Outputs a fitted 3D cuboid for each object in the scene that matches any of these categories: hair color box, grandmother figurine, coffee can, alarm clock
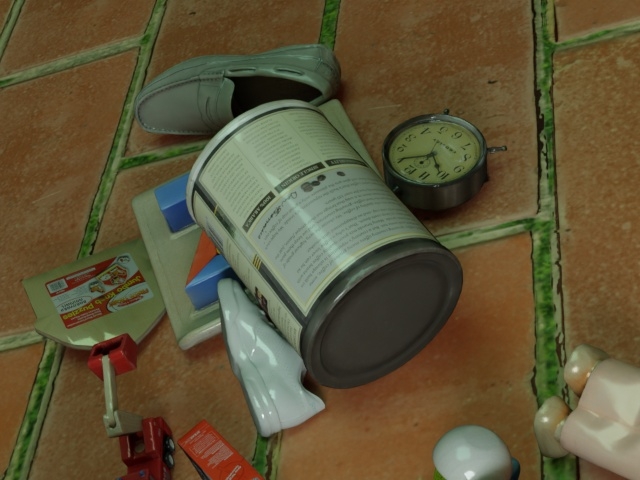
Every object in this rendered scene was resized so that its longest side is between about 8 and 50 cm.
[{"bbox_3d":[-0.093,0.258,1.530,0.043,0.072,0.141,-39,39,-14],"label":"hair color box"},{"bbox_3d":[0.367,0.199,1.302,0.342,0.104,0.208,26,90,43],"label":"grandmother figurine"},{"bbox_3d":[0.000,0.000,1.601,0.201,0.201,0.275,-34,55,-7],"label":"coffee can"},{"bbox_3d":[0.128,-0.085,1.767,0.192,0.064,0.129,-34,52,-25],"label":"alarm clock"}]

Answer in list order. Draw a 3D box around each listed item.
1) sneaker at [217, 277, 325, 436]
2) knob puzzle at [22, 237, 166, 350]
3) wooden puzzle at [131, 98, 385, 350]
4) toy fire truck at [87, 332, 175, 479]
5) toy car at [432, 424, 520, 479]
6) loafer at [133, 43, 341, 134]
[{"bbox_3d":[-0.058,0.128,1.652,0.094,0.080,0.212,-17,56,-10],"label":"sneaker"},{"bbox_3d":[-0.280,0.088,1.862,0.213,0.030,0.213,-4,40,4],"label":"knob puzzle"},{"bbox_3d":[-0.081,-0.045,1.847,0.322,0.080,0.348,-26,39,1],"label":"wooden puzzle"},{"bbox_3d":[-0.214,0.214,1.602,0.047,0.135,0.192,-20,39,12],"label":"toy fire truck"},{"bbox_3d":[0.169,0.267,1.321,0.136,0.159,0.182,0,33,-19],"label":"toy car"},{"bbox_3d":[-0.127,-0.208,2.044,0.319,0.112,0.111,-13,30,19],"label":"loafer"}]
